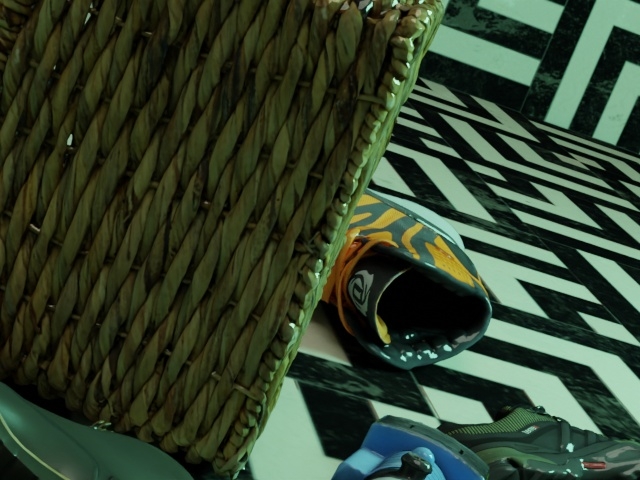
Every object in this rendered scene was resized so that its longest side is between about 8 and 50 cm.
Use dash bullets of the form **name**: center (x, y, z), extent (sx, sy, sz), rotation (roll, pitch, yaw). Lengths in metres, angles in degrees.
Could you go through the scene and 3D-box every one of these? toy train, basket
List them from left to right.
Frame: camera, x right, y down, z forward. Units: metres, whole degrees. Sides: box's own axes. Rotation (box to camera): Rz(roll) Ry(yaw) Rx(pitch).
- **basket**: center (-0.081, -0.052, 0.827), extent (0.223, 0.299, 0.213), rotation (23, 15, 2)
- **toy train**: center (0.028, 0.142, 0.645), extent (0.080, 0.105, 0.184), rotation (24, 2, 11)

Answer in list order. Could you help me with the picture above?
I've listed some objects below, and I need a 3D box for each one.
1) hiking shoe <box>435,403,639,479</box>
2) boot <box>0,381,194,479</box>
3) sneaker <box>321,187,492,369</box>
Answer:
- **hiking shoe**: center (0.165, 0.144, 0.899), extent (0.227, 0.086, 0.114), rotation (11, 22, -32)
- **boot**: center (-0.144, 0.096, 0.653), extent (0.198, 0.077, 0.137), rotation (46, 12, 1)
- **sneaker**: center (0.000, 0.000, 1.095), extent (0.321, 0.124, 0.180), rotation (17, 15, -16)
